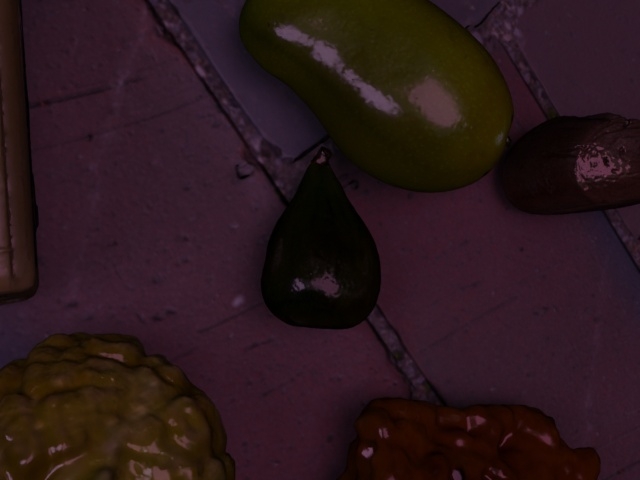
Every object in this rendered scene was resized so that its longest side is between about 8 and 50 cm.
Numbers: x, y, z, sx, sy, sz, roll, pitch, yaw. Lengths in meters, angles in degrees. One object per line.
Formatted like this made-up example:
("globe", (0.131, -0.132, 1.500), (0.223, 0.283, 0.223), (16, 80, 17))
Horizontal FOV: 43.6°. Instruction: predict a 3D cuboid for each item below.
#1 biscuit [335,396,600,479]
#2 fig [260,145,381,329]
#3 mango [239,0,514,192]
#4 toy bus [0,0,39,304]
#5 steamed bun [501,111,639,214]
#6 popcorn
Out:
("biscuit", (0.161, 0.306, 0.767), (0.312, 0.110, 0.318), (9, 56, -24))
("fig", (0.000, 0.000, 0.770), (0.117, 0.117, 0.178), (7, 67, -23))
("mango", (0.059, -0.163, 0.787), (0.293, 0.143, 0.175), (34, 79, -7))
("toy bus", (-0.298, -0.129, 0.592), (0.176, 0.202, 0.366), (-4, 87, -23))
("steamed bun", (0.303, -0.086, 0.880), (0.175, 0.145, 0.106), (-2, 85, -28))
("popcorn", (-0.188, 0.208, 0.627), (0.205, 0.251, 0.237), (-13, 55, -46))
